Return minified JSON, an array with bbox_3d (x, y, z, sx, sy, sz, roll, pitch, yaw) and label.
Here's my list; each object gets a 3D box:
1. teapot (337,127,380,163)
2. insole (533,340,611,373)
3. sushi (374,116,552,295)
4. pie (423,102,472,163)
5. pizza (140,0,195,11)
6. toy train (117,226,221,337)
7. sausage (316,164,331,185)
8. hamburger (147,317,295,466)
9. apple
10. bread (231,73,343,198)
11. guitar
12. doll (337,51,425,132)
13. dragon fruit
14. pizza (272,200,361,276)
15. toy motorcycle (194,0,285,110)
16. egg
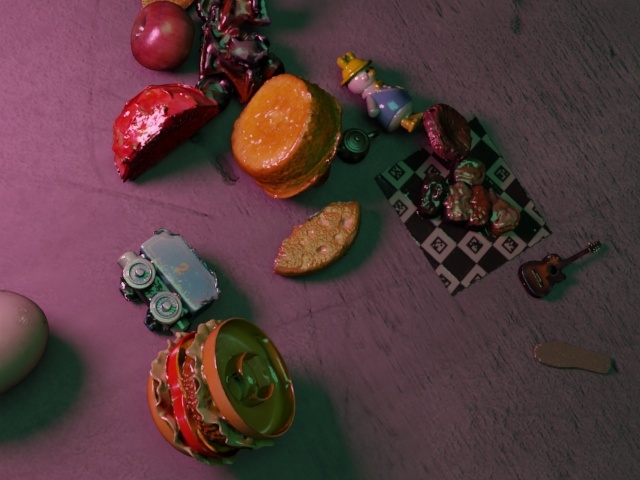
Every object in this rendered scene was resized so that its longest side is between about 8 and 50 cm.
[{"bbox_3d":[0.084,-0.223,1.820,0.121,0.068,0.076,-25,82,-18],"label":"teapot"},{"bbox_3d":[0.576,0.267,1.828,0.192,0.010,0.063,12,74,-10],"label":"insole"},{"bbox_3d":[0.342,-0.094,1.843,0.320,0.069,0.339,-29,83,-18],"label":"sushi"},{"bbox_3d":[0.295,-0.247,1.833,0.154,0.038,0.153,21,52,-29],"label":"pie"},{"bbox_3d":[-0.362,-0.605,1.816,0.201,0.053,0.193,-37,109,-14],"label":"pizza"},{"bbox_3d":[-0.311,0.087,1.629,0.163,0.112,0.203,-38,86,-25],"label":"toy train"},{"bbox_3d":[-0.008,-0.220,1.797,0.076,0.076,0.197,10,73,-10],"label":"sausage"},{"bbox_3d":[-0.202,0.292,1.524,0.212,0.274,0.274,-27,80,24],"label":"hamburger"},{"bbox_3d":[-0.341,-0.444,1.746,0.120,0.153,0.153,17,70,-34],"label":"apple"},{"bbox_3d":[-0.069,-0.224,1.700,0.146,0.268,0.268,24,65,-49],"label":"bread"},{"bbox_3d":[0.569,0.054,1.877,0.233,0.025,0.088,-26,82,-19],"label":"guitar"},{"bbox_3d":[0.132,-0.339,1.850,0.241,0.099,0.135,46,74,0],"label":"doll"},{"bbox_3d":[-0.352,-0.247,1.681,0.262,0.163,0.189,-41,54,-3],"label":"dragon fruit"},{"bbox_3d":[-0.001,0.000,1.746,0.127,0.058,0.246,41,72,-1],"label":"pizza"},{"bbox_3d":[-0.178,-0.481,1.786,0.207,0.134,0.401,1,89,-13],"label":"toy motorcycle"},{"bbox_3d":[-0.642,0.199,1.471,0.283,0.203,0.203,-27,82,-14],"label":"egg"}]
